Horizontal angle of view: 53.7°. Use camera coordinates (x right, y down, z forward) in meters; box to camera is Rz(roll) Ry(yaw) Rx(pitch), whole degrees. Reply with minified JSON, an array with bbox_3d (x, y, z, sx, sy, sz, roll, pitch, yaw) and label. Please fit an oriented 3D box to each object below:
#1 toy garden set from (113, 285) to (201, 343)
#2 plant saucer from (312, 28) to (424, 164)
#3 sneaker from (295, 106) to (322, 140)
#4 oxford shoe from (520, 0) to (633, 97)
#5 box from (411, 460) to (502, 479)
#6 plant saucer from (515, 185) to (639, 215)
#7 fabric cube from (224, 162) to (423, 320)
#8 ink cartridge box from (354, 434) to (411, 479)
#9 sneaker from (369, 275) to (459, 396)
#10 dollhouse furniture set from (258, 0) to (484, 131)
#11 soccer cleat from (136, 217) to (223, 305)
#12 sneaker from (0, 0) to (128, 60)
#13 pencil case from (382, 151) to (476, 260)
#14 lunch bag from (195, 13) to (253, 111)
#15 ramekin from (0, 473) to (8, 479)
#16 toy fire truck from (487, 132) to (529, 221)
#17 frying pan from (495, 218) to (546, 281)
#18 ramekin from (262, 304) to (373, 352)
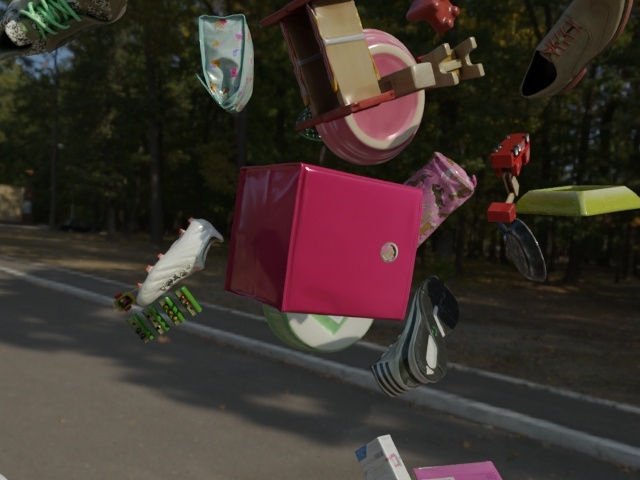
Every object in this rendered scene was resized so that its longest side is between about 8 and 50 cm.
[{"bbox_3d":[-0.568,0.226,2.163,0.244,0.203,0.049,-30,18,9],"label":"toy garden set"},{"bbox_3d":[0.135,-0.350,1.556,0.332,0.332,0.084,5,6,-32],"label":"plant saucer"},{"bbox_3d":[0.089,-0.350,2.028,0.344,0.134,0.146,6,-18,7],"label":"sneaker"},{"bbox_3d":[0.561,-0.443,1.400,0.130,0.123,0.348,-26,-28,-26],"label":"oxford shoe"},{"bbox_3d":[0.340,0.699,1.595,0.214,0.242,0.117,-2,22,-9],"label":"box"},{"bbox_3d":[0.517,-0.084,1.281,0.188,0.045,0.188,-8,9,-28],"label":"plant saucer"},{"bbox_3d":[0.000,0.000,1.186,0.258,0.254,0.259,9,1,-31],"label":"fabric cube"},{"bbox_3d":[0.152,0.554,1.551,0.052,0.122,0.088,9,-43,-48],"label":"ink cartridge box"},{"bbox_3d":[0.268,0.297,1.954,0.257,0.169,0.447,-37,14,35],"label":"sneaker"},{"bbox_3d":[0.104,-0.343,1.134,0.374,0.201,0.152,-24,11,-38],"label":"dollhouse furniture set"},{"bbox_3d":[-0.256,0.045,1.153,0.076,0.196,0.068,35,-19,3],"label":"soccer cleat"},{"bbox_3d":[-0.556,-0.460,1.312,0.410,0.182,0.158,-14,-54,40],"label":"sneaker"},{"bbox_3d":[0.290,-0.084,1.908,0.167,0.386,0.160,25,23,-43],"label":"pencil case"},{"bbox_3d":[-0.276,-0.507,1.865,0.160,0.262,0.223,-2,7,-2],"label":"lunch bag"},{"bbox_3d":[-0.610,0.501,1.083,0.273,0.272,0.127,6,26,21],"label":"ramekin"},{"bbox_3d":[0.386,-0.130,1.290,0.047,0.135,0.192,3,27,32],"label":"toy fire truck"},{"bbox_3d":[0.574,-0.009,1.880,0.053,0.197,0.326,-22,44,-1],"label":"frying pan"},{"bbox_3d":[0.005,0.160,1.719,0.304,0.303,0.148,5,-2,-19],"label":"ramekin"}]
